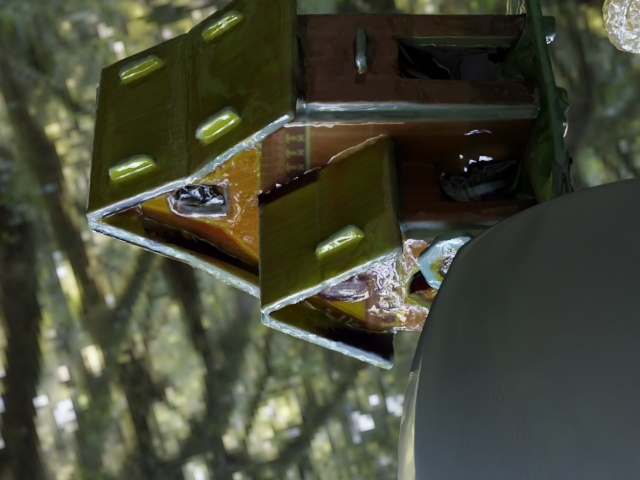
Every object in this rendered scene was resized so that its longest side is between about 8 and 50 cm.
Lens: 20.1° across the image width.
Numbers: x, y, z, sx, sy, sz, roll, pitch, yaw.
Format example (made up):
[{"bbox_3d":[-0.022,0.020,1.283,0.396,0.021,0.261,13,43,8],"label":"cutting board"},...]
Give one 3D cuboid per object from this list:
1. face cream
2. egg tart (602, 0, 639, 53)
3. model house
[{"bbox_3d":[0.197,0.155,0.889,0.312,0.357,0.219,-2,149,-15],"label":"face cream"},{"bbox_3d":[0.376,-0.239,1.487,0.319,0.128,0.319,-30,158,-13],"label":"egg tart"},{"bbox_3d":[0.000,0.000,1.272,0.324,0.340,0.300,0,-133,-1],"label":"model house"}]
